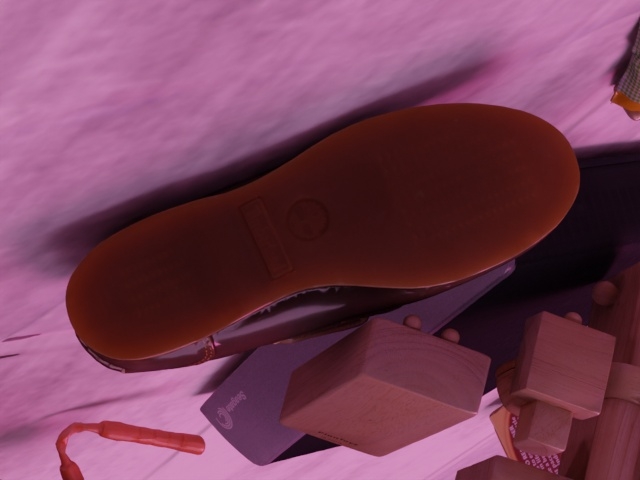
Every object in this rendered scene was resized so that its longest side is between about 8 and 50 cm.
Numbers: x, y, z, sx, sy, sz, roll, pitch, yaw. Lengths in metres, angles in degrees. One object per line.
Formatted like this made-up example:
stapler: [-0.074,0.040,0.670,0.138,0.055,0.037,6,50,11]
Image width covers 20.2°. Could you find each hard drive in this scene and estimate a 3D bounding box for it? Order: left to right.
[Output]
hard drive: [0.065,0.041,0.930,0.172,0.054,0.255,-8,156,-39]

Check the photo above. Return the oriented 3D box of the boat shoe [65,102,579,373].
boat shoe: [0.000,0.000,0.720,0.207,0.073,0.073,-15,168,0]

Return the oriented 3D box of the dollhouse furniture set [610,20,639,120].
dollhouse furniture set: [0.204,-0.076,0.764,0.152,0.058,0.076,-20,161,-11]

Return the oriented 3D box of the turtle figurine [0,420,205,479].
turtle figurine: [-0.167,0.191,0.870,0.269,0.087,0.217,-10,127,-47]

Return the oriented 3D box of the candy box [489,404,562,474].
candy box: [0.286,0.077,1.246,0.183,0.087,0.316,-8,157,-39]

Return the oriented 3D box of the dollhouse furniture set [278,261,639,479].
dollhouse furniture set: [0.079,0.038,0.777,0.151,0.123,0.144,20,160,-12]
